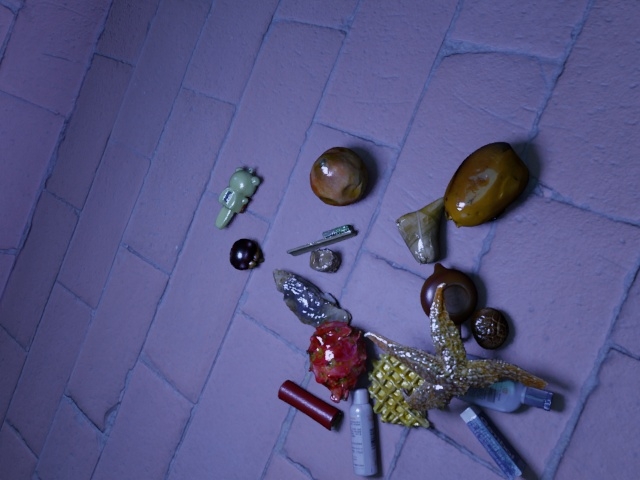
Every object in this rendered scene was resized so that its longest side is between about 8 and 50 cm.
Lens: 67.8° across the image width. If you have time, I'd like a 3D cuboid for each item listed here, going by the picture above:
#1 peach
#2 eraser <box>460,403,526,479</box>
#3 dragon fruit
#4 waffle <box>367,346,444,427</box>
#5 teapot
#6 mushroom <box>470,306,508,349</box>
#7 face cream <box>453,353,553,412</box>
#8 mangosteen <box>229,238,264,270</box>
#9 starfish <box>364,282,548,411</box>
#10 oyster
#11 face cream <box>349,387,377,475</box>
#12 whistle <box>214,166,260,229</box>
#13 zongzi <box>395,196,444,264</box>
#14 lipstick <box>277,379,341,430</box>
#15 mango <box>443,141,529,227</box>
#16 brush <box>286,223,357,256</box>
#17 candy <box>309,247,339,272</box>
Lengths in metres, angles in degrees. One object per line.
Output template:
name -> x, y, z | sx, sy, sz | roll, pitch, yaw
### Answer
peach -> 0.060, -0.232, 1.677 | 0.215, 0.235, 0.214 | -4, 77, 18
eraser -> 0.501, 0.581, 1.387 | 0.046, 0.092, 0.212 | -46, 63, 16
dragon fruit -> 0.059, 0.403, 1.597 | 0.205, 0.210, 0.267 | -6, 74, 0
waffle -> 0.278, 0.473, 1.546 | 0.262, 0.056, 0.249 | -10, 77, 29
teapot -> 0.400, 0.195, 1.494 | 0.179, 0.135, 0.251 | -12, 95, -3
mushroom -> 0.506, 0.265, 1.434 | 0.109, 0.085, 0.126 | -32, 84, 23
face cream -> 0.524, 0.430, 1.407 | 0.292, 0.071, 0.143 | 8, 89, 30
mangosteen -> -0.292, 0.060, 1.895 | 0.140, 0.140, 0.139 | -5, 80, 28
starfish -> 0.361, 0.351, 1.380 | 0.398, 0.132, 0.383 | -39, 75, 26
oyster -> -0.056, 0.216, 1.735 | 0.341, 0.110, 0.166 | 46, 111, 13
face cream -> 0.140, 0.629, 1.581 | 0.082, 0.082, 0.268 | -9, 79, 27
whistle -> -0.350, -0.174, 1.961 | 0.131, 0.106, 0.288 | 33, 97, 26
zongzi -> 0.367, -0.034, 1.559 | 0.198, 0.099, 0.194 | -29, 69, 14
lipstick -> -0.041, 0.581, 1.689 | 0.241, 0.080, 0.080 | 23, 93, 29
mango -> 0.499, -0.165, 1.471 | 0.201, 0.153, 0.287 | 43, 101, 32
brush -> 0.000, 0.000, 1.773 | 0.283, 0.054, 0.048 | -20, 64, 25
candy -> 0.015, 0.077, 1.722 | 0.096, 0.110, 0.085 | 2, 74, 18
